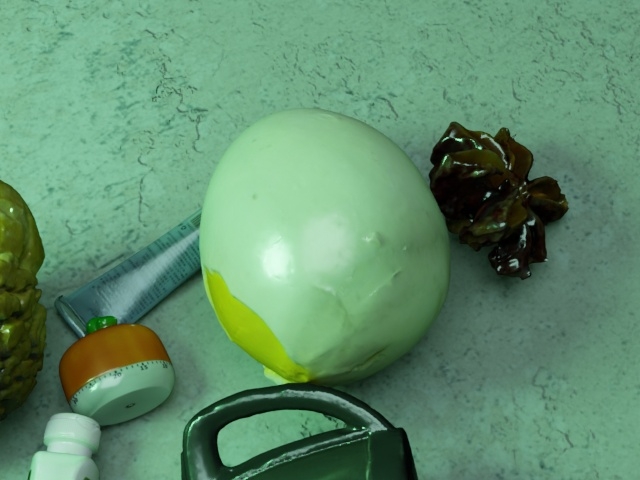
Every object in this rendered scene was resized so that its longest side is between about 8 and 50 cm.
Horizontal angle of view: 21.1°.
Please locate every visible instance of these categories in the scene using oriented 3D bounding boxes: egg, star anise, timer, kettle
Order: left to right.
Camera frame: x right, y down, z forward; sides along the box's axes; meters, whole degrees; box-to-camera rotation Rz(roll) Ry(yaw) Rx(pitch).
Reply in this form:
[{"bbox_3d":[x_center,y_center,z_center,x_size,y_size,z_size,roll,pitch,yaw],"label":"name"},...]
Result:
[{"bbox_3d":[-0.242,0.144,1.997,0.136,0.099,0.136,13,44,-13],"label":"timer"},{"bbox_3d":[-0.027,0.308,1.852,0.271,0.251,0.207,-12,32,6],"label":"kettle"},{"bbox_3d":[0.000,0.000,1.966,0.283,0.283,0.345,-16,60,-8],"label":"egg"},{"bbox_3d":[0.207,-0.042,2.053,0.126,0.220,0.190,-47,58,22],"label":"star anise"}]

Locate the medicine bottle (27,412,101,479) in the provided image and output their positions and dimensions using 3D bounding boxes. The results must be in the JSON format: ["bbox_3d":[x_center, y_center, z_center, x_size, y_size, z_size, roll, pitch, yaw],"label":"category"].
[{"bbox_3d":[-0.292,0.303,1.907,0.078,0.115,0.219,6,64,4],"label":"medicine bottle"}]

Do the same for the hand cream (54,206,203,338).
[{"bbox_3d":[-0.196,0.031,2.075,0.256,0.055,0.088,-37,81,-14],"label":"hand cream"}]

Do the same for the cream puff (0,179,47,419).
[{"bbox_3d":[-0.432,0.098,1.885,0.343,0.327,0.231,-38,57,15],"label":"cream puff"}]
